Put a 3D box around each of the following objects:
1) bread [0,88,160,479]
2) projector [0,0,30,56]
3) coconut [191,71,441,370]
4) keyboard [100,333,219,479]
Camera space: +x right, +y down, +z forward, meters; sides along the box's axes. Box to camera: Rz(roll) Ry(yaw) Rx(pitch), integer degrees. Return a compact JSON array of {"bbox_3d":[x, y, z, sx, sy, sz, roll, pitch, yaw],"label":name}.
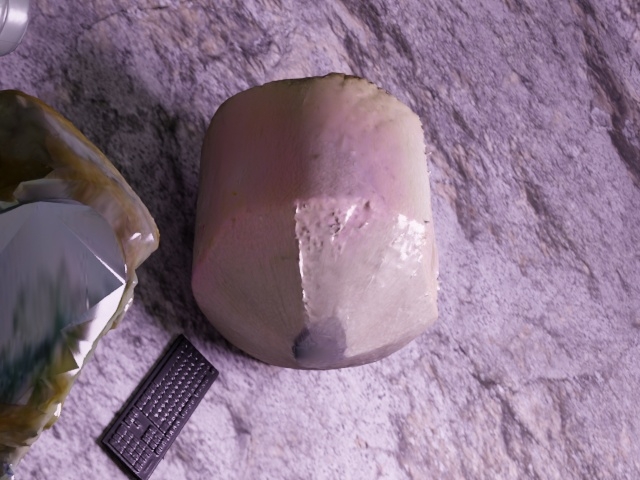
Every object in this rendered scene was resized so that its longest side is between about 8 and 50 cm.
[{"bbox_3d":[-0.278,0.027,1.535,0.239,0.264,0.395,36,64,-14],"label":"bread"},{"bbox_3d":[-0.452,-0.254,1.771,0.337,0.108,0.108,5,60,-49],"label":"projector"},{"bbox_3d":[0.000,0.000,1.958,0.297,0.297,0.310,28,44,-35],"label":"coconut"},{"bbox_3d":[-0.166,0.176,1.864,0.067,0.011,0.202,48,36,-11],"label":"keyboard"}]
